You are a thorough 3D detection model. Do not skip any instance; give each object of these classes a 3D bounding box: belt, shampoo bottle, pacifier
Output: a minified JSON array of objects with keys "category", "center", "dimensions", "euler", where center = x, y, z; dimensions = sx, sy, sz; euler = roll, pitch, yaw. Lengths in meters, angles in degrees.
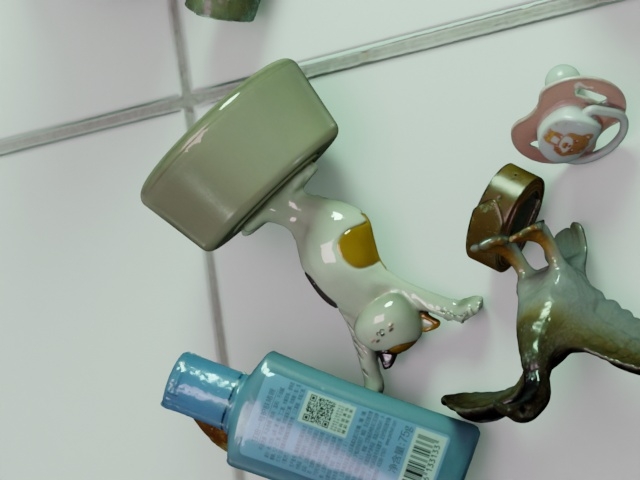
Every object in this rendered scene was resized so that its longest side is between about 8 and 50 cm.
[{"category":"belt","center":[0.146,-0.017,1.064],"dimensions":[0.036,0.059,0.083],"euler":[29,107,30]},{"category":"shampoo bottle","center":[-0.005,0.158,1.118],"dimensions":[0.258,0.061,0.104],"euler":[20,86,9]},{"category":"pacifier","center":[0.192,-0.101,1.034],"dimensions":[0.099,0.081,0.078],"euler":[126,151,-46]}]

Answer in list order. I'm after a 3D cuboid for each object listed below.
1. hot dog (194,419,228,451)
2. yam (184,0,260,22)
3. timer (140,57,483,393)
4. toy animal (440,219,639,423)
[{"category":"hot dog","center":[-0.029,0.171,1.191],"dimensions":[0.169,0.061,0.078],"euler":[26,141,9]},{"category":"yam","center":[-0.067,-0.276,1.189],"dimensions":[0.068,0.068,0.169],"euler":[25,102,30]},{"category":"timer","center":[0.000,0.000,1.133],"dimensions":[0.266,0.175,0.175],"euler":[47,118,2]},{"category":"toy animal","center":[0.157,0.069,0.994],"dimensions":[0.272,0.197,0.160],"euler":[-21,78,37]}]
